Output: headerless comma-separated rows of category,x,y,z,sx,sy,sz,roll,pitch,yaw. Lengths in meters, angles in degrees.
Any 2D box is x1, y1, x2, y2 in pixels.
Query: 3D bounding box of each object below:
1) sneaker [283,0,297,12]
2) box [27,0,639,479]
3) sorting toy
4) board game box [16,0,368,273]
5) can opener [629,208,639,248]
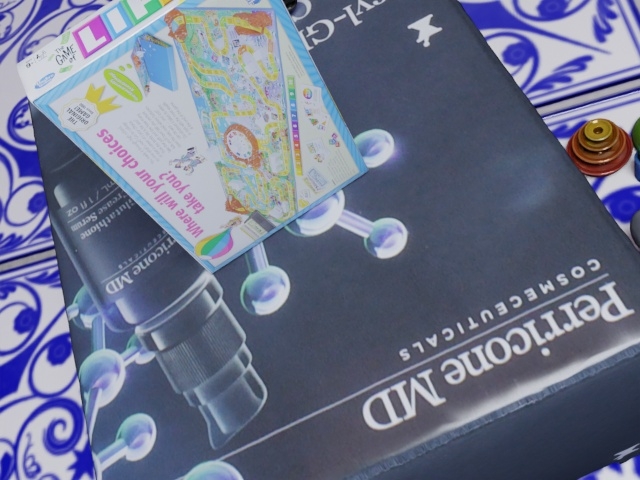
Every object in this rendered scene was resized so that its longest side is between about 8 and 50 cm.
sneaker,-0.054,-0.153,0.474,0.089,0.051,0.170,-5,57,24
box,0.000,0.000,0.526,0.294,0.212,0.395,-27,57,5
sorting toy,0.240,-0.079,0.576,0.102,0.042,0.061,-18,57,11
board game box,-0.047,-0.053,0.353,0.103,0.154,0.026,-33,56,1
can opener,0.347,-0.047,0.513,0.284,0.076,0.095,-22,24,10
